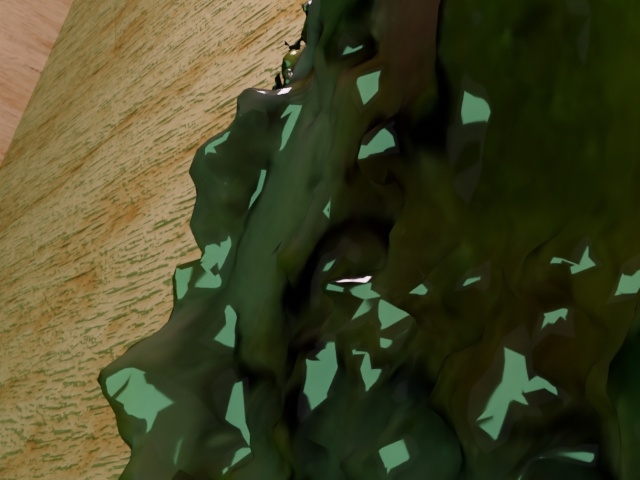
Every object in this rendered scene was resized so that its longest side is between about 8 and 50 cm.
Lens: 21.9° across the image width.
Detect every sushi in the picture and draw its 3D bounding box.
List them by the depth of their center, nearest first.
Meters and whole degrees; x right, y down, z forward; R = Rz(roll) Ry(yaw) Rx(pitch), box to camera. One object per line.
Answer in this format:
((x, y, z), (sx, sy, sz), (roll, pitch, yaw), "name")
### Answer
((0.118, 0.018, 0.393), (0.396, 0.240, 0.351), (40, 114, 63), "sushi")

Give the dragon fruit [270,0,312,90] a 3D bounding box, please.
((0.024, -0.066, 1.048), (0.138, 0.175, 0.142), (-29, 3, 46), "dragon fruit")
